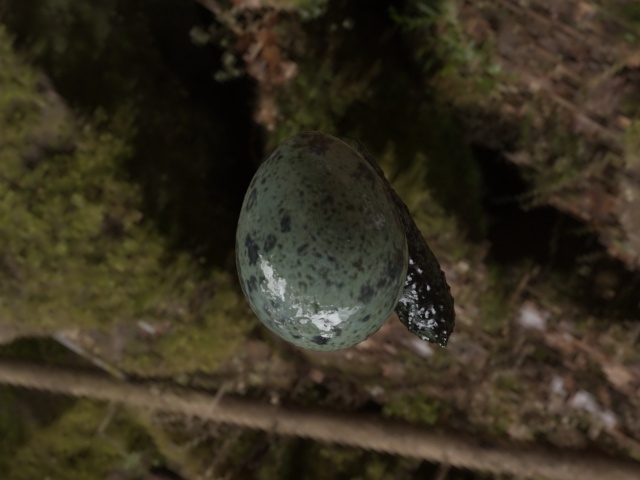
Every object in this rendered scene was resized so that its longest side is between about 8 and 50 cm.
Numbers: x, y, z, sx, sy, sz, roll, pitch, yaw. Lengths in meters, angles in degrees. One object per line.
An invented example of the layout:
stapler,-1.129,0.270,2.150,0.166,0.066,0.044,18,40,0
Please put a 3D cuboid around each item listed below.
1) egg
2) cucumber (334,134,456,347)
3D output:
egg,0.000,0.000,1.129,0.132,0.172,0.132,-6,170,-1
cucumber,0.066,0.011,1.388,0.072,0.072,0.300,24,160,39
